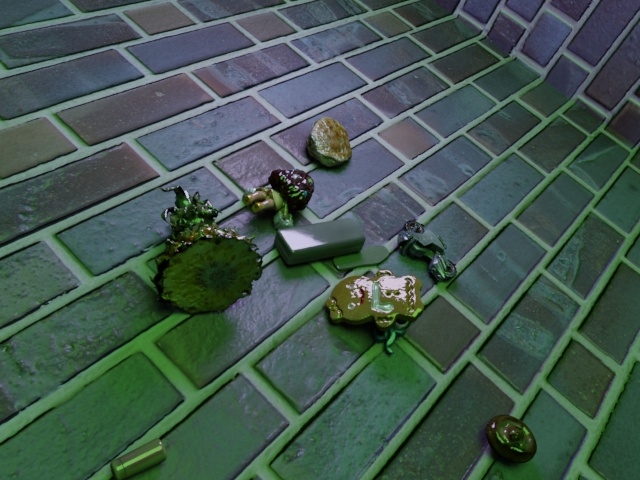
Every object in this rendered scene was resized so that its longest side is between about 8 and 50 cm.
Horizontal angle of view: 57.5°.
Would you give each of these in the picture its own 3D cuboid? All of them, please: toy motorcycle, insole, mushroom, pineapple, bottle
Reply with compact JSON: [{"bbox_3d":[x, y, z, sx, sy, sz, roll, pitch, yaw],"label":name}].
[{"bbox_3d":[0.305,0.031,1.697,0.122,0.080,0.215,-23,67,-37],"label":"toy motorcycle"},{"bbox_3d":[0.117,0.050,1.641,0.191,0.010,0.063,-13,56,-32],"label":"insole"},{"bbox_3d":[0.447,0.466,1.372,0.126,0.085,0.109,34,11,10],"label":"mushroom"},{"bbox_3d":[-0.296,-0.003,1.379,0.262,0.263,0.272,-4,42,-27],"label":"pineapple"},{"bbox_3d":[-0.340,0.412,1.092,0.096,0.045,0.045,-20,61,-34],"label":"bottle"}]

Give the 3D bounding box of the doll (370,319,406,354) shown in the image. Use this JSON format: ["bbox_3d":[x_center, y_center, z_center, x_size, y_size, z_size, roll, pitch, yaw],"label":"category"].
[{"bbox_3d":[0.172,0.193,1.503,0.109,0.067,0.206,7,60,-4],"label":"doll"}]

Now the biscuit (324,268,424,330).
[{"bbox_3d":[0.135,0.146,1.476,0.248,0.035,0.184,-2,47,9],"label":"biscuit"}]

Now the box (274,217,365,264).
[{"bbox_3d":[0.000,0.000,1.595,0.243,0.055,0.103,-10,47,-31],"label":"box"}]

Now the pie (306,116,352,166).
[{"bbox_3d":[0.031,-0.312,1.879,0.163,0.079,0.193,38,45,-3],"label":"pie"}]

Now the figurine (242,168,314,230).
[{"bbox_3d":[-0.115,-0.124,1.617,0.174,0.116,0.240,43,48,16],"label":"figurine"}]
